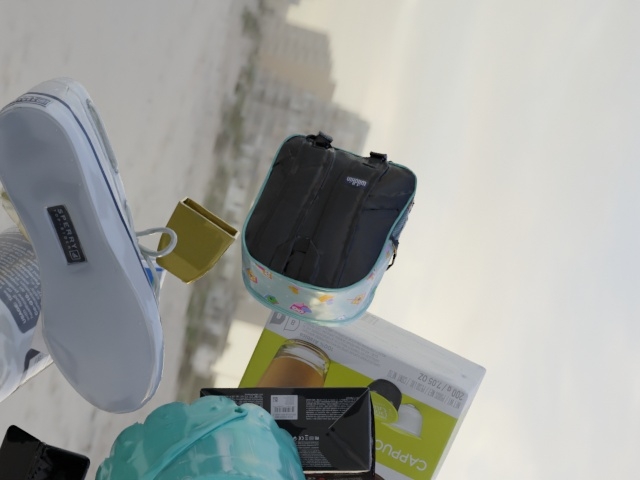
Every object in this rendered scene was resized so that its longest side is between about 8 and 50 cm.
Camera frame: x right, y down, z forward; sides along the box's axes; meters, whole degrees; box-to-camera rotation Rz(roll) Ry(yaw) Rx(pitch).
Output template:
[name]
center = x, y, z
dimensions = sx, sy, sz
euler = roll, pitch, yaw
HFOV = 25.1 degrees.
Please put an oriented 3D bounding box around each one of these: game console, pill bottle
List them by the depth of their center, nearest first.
[game console]
center = -0.376, 0.320, 1.892
dimensions = 0.122, 0.107, 0.071
euler = -69, -159, 2
[pill bottle]
center = -0.465, 0.115, 2.001
dimensions = 0.361, 0.204, 0.204
euler = -41, 152, -63

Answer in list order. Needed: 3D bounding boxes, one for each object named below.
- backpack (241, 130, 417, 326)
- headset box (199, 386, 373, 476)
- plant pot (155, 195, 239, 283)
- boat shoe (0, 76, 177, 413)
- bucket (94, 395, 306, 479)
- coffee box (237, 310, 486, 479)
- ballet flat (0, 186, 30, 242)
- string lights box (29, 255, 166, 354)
[backpack]
center = 0.000, 0.000, 1.533
dimensions = 0.144, 0.166, 0.188
euler = 103, 9, -49
[headset box]
center = -0.036, 0.265, 1.918
dimensions = 0.293, 0.218, 0.110
euler = 78, 12, -77
[plant pot]
center = -0.156, 0.005, 1.742
dimensions = 0.083, 0.081, 0.081
euler = -55, -177, 6
[boat shoe]
center = -0.236, -0.003, 1.522
dimensions = 0.156, 0.136, 0.367
euler = -60, 138, -58
[bucket]
center = -0.130, 0.337, 1.654
dimensions = 0.183, 0.281, 0.281
euler = -125, -130, -71
[coffee box]
center = 0.043, 0.307, 2.369
dimensions = 0.334, 0.338, 0.338
euler = -66, 171, 6
[ballet flat]
center = -0.327, -0.070, 1.638
dimensions = 0.248, 0.086, 0.086
euler = 107, -5, -52
[string lights box]
center = -0.266, 0.077, 1.774
dimensions = 0.260, 0.077, 0.133
euler = 18, 90, -83
